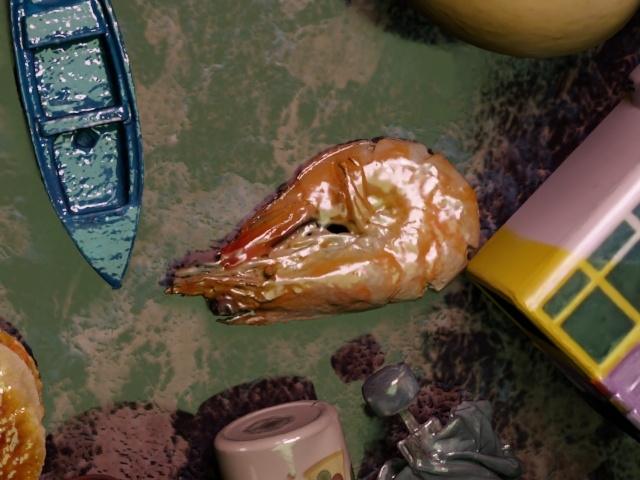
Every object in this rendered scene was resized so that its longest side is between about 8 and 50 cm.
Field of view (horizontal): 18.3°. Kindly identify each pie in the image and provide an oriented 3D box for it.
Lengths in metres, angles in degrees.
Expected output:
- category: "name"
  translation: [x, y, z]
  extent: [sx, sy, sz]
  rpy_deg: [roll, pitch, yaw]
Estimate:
- category: "pie"
  translation: [-0.329, 0.164, 1.727]
  extent: [0.178, 0.084, 0.205]
  rpy_deg: [2, 100, -11]

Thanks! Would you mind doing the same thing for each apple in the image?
- category: "apple"
  translation: [0.167, -0.283, 1.676]
  extent: [0.257, 0.295, 0.233]
  rpy_deg: [16, 133, 7]

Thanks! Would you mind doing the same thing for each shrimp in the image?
- category: "shrimp"
  translation: [0.000, 0.000, 1.784]
  extent: [0.294, 0.062, 0.154]
  rpy_deg: [-17, 88, -11]

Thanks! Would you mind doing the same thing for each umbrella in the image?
- category: "umbrella"
  translation: [0.136, 0.258, 1.821]
  extent: [0.143, 0.094, 0.349]
  rpy_deg: [-40, 109, -22]

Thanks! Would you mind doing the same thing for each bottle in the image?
- category: "bottle"
  translation: [-0.011, 0.279, 1.784]
  extent: [0.120, 0.120, 0.253]
  rpy_deg: [-16, 100, -8]

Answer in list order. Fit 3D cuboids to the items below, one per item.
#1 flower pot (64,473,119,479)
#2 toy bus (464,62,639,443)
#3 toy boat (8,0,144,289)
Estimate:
- category: "flower pot"
  translation: [-0.208, 0.274, 1.762]
  extent: [0.111, 0.111, 0.089]
  rpy_deg: [-23, 116, -7]
- category: "toy bus"
  translation: [0.357, -0.051, 1.766]
  extent: [0.249, 0.209, 0.440]
  rpy_deg: [44, 89, -12]
- category: "toy boat"
  translation: [-0.207, -0.105, 1.725]
  extent: [0.096, 0.062, 0.299]
  rpy_deg: [-12, 99, -9]
